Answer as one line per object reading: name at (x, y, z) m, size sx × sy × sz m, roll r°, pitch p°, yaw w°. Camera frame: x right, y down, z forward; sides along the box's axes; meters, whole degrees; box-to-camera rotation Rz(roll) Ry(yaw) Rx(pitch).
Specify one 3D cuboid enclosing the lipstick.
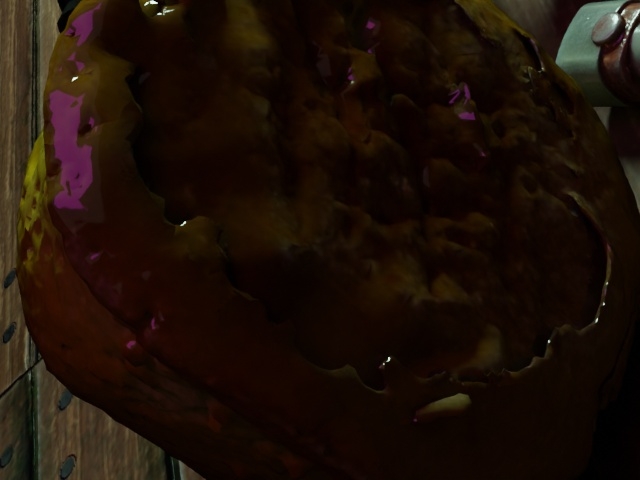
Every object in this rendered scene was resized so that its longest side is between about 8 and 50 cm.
lipstick at (0.223, -0.113, 1.025) m, size 0.186 × 0.057 × 0.063 m, roll 4°, pitch 65°, yaw 54°

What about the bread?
bread at (-0.002, -0.002, 0.949) m, size 0.204 × 0.358 × 0.337 m, roll -40°, pitch 17°, yaw 44°

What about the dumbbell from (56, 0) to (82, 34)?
dumbbell at (-0.113, -0.248, 1.521) m, size 0.192 × 0.192 × 0.290 m, roll -7°, pitch 54°, yaw 54°
